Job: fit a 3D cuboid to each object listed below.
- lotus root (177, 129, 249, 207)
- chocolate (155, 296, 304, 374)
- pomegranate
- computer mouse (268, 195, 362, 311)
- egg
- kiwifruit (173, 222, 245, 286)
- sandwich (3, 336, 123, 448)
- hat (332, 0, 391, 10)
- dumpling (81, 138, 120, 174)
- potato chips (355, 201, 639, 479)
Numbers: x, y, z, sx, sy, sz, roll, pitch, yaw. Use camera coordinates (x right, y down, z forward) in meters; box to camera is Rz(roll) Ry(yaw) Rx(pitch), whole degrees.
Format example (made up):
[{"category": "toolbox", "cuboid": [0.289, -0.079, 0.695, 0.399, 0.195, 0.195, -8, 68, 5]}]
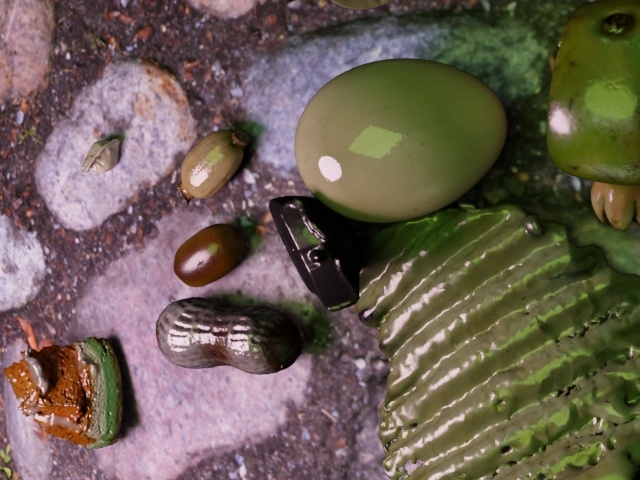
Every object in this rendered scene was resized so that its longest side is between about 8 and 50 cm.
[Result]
[{"category": "lotus root", "cuboid": [-0.160, -0.106, 1.245, 0.150, 0.062, 0.073, -42, 75, 28]}, {"category": "chocolate", "cuboid": [-0.138, 0.138, 1.242, 0.248, 0.110, 0.110, 0, 97, 35]}, {"category": "pomegranate", "cuboid": [0.322, -0.117, 0.860, 0.159, 0.189, 0.241, 16, 105, 32]}, {"category": "computer mouse", "cuboid": [0.000, 0.000, 1.089, 0.088, 0.264, 0.147, -28, 100, -2]}, {"category": "egg", "cuboid": [0.091, -0.117, 1.009, 0.253, 0.188, 0.189, -12, 91, 26]}, {"category": "kiwifruit", "cuboid": [-0.163, 0.022, 1.262, 0.124, 0.075, 0.075, -29, 81, 28]}, {"category": "sandwich", "cuboid": [-0.407, 0.252, 1.402, 0.109, 0.159, 0.185, -32, 71, 51]}, {"category": "hat", "cuboid": [0.044, -0.427, 1.071, 0.214, 0.149, 0.245, -24, 120, 26]}, {"category": "dumpling", "cuboid": [-0.351, -0.131, 1.366, 0.076, 0.057, 0.052, 0, 97, 32]}, {"category": "potato chips", "cuboid": [0.200, 0.141, 1.034, 0.389, 0.097, 0.374, -14, 80, 36]}]
